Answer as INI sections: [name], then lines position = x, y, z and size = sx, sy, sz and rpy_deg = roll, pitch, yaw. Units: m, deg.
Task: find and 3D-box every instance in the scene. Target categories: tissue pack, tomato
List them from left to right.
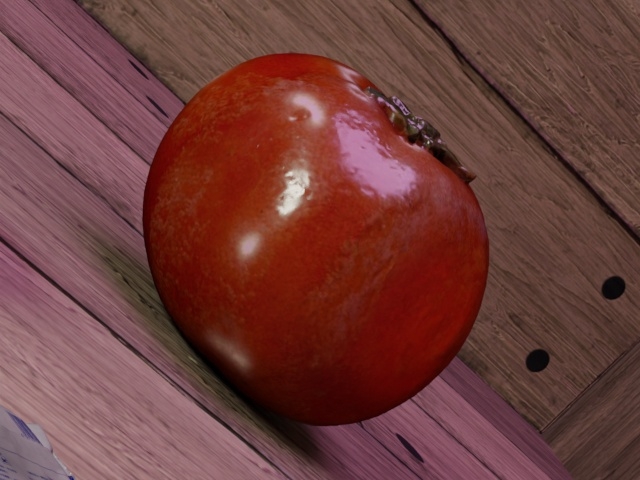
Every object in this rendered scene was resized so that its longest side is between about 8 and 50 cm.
[tissue pack]
position = -0.175, 0.110, 0.911
size = 0.122, 0.026, 0.193
rpy_deg = 49, 7, 35
[tomato]
position = 0.000, 0.000, 1.616
size = 0.293, 0.290, 0.325
rpy_deg = 46, 7, 31
